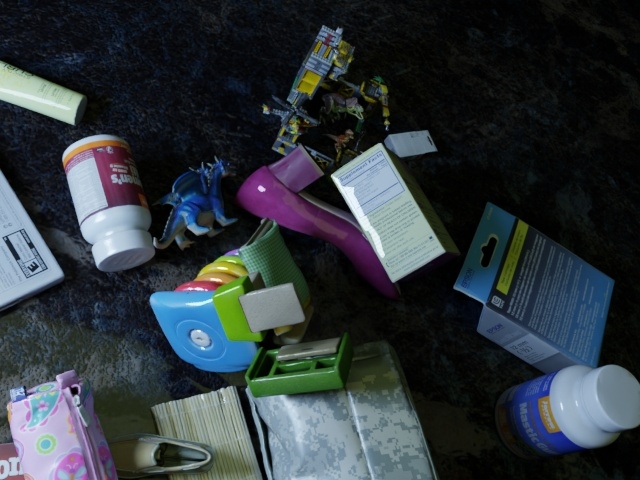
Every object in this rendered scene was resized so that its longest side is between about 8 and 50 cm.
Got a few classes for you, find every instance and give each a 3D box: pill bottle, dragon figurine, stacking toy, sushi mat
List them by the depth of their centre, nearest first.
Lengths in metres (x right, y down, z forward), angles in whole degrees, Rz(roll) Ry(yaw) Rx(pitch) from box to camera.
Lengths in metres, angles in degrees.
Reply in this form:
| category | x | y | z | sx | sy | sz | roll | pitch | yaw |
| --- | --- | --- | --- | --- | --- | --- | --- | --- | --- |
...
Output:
| category | x | y | z | sx | sy | sz | roll | pitch | yaw |
| --- | --- | --- | --- | --- | --- | --- | --- | --- | --- |
| sushi mat | -0.167 | 0.408 | 1.080 | 0.151 | 0.019 | 0.316 | -10 | 70 | -27 |
| pill bottle | -0.371 | -0.065 | 1.159 | 0.121 | 0.121 | 0.221 | -13 | 72 | -27 |
| stacking toy | -0.151 | 0.076 | 1.184 | 0.302 | 0.175 | 0.165 | -62 | 141 | -49 |
| dragon figurine | -0.246 | -0.068 | 1.202 | 0.144 | 0.085 | 0.289 | 58 | 37 | 2 |
| pill bottle | 0.467 | 0.322 | 1.238 | 0.152 | 0.272 | 0.152 | 9 | 63 | -18 |

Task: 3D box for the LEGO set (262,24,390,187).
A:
| category | x | y | z | sx | sy | sz | roll | pitch | yaw |
| --- | --- | --- | --- | --- | --- | --- | --- | --- | --- |
| LEGO set | 0.038 | -0.294 | 1.399 | 0.255 | 0.192 | 0.331 | 31 | 58 | -6 |

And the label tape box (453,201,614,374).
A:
| category | x | y | z | sx | sy | sz | roll | pitch | yaw |
| --- | --- | --- | --- | --- | --- | --- | --- | --- | --- |
| label tape box | 0.449 | 0.113 | 1.429 | 0.348 | 0.115 | 0.249 | 31 | 58 | -4 |

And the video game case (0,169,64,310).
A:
| category | x | y | z | sx | sy | sz | roll | pitch | yaw |
| --- | --- | --- | --- | --- | --- | --- | --- | --- | --- |
| video game case | -0.639 | -0.006 | 1.070 | 0.300 | 0.036 | 0.329 | -29 | 81 | -31 |

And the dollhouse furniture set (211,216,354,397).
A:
| category | x | y | z | sx | sy | sz | roll | pitch | yaw |
| --- | --- | --- | --- | --- | --- | --- | --- | --- | --- |
| dollhouse furniture set | -0.034 | 0.085 | 1.074 | 0.301 | 0.151 | 0.197 | -65 | 139 | -65 |

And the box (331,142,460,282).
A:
| category | x | y | z | sx | sy | sz | roll | pitch | yaw |
| --- | --- | --- | --- | --- | --- | --- | --- | --- | --- |
| box | 0.156 | -0.048 | 1.311 | 0.243 | 0.117 | 0.213 | 61 | 16 | 11 |

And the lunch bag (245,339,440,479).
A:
| category | x | y | z | sx | sy | sz | roll | pitch | yaw |
| --- | --- | --- | --- | --- | --- | --- | --- | --- | --- |
| lunch bag | 0.027 | 0.336 | 1.086 | 0.256 | 0.212 | 0.305 | -12 | 68 | -9 |

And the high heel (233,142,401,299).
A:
| category | x | y | z | sx | sy | sz | roll | pitch | yaw |
| --- | --- | --- | --- | --- | --- | --- | --- | --- | --- |
| high heel | 0.000 | 0.000 | 1.327 | 0.181 | 0.127 | 0.377 | -36 | 94 | 8 |

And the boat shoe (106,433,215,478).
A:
| category | x | y | z | sx | sy | sz | roll | pitch | yaw |
| --- | --- | --- | --- | --- | --- | --- | --- | --- | --- |
| boat shoe | -0.262 | 0.335 | 1.028 | 0.190 | 0.072 | 0.068 | 0 | 69 | -9 |

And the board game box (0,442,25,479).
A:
| category | x | y | z | sx | sy | sz | roll | pitch | yaw |
| --- | --- | --- | --- | --- | --- | --- | --- | --- | --- |
| board game box | -0.537 | 0.373 | 0.937 | 0.281 | 0.027 | 0.145 | 0 | 65 | -23 |

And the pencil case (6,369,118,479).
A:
| category | x | y | z | sx | sy | sz | roll | pitch | yaw |
| --- | --- | --- | --- | --- | --- | --- | --- | --- | --- |
| pencil case | -0.359 | 0.338 | 0.953 | 0.124 | 0.124 | 0.284 | -15 | 82 | -28 |

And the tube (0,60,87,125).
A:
| category | x | y | z | sx | sy | sz | roll | pitch | yaw |
| --- | --- | --- | --- | --- | --- | --- | --- | --- | --- |
| tube | -0.564 | -0.286 | 1.224 | 0.240 | 0.062 | 0.070 | 21 | 19 | -7 |

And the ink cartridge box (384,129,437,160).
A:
| category | x | y | z | sx | sy | sz | roll | pitch | yaw |
| --- | --- | --- | --- | --- | --- | --- | --- | --- | --- |
| ink cartridge box | 0.212 | -0.221 | 1.535 | 0.115 | 0.029 | 0.062 | -12 | 71 | -28 |
